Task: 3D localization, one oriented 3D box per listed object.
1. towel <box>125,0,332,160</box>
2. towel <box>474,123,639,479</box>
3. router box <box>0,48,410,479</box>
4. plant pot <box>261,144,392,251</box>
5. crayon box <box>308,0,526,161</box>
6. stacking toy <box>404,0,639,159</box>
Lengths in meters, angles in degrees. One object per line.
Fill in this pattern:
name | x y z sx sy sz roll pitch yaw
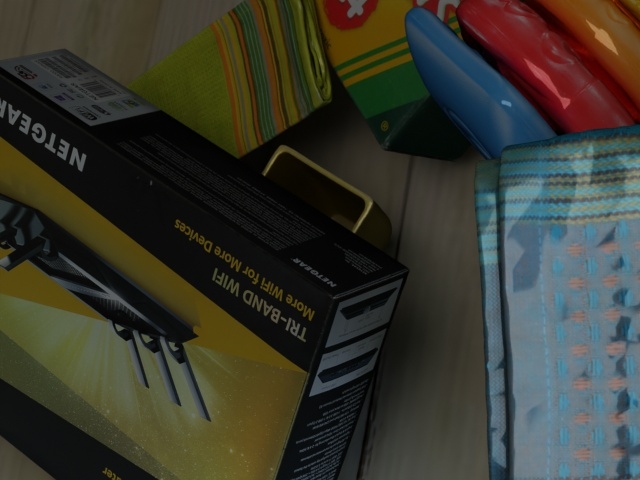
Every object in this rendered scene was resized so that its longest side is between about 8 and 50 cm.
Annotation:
towel | -0.085 -0.090 1.305 0.237 0.021 0.102 -30 63 39
towel | 0.238 0.067 0.776 0.370 0.040 0.271 -7 75 25
router box | -0.113 0.053 1.232 0.309 0.081 0.243 32 121 28
plant pot | 0.000 0.000 1.254 0.081 0.083 0.081 32 90 29
crayon box | 0.111 -0.230 1.202 0.318 0.081 0.202 -49 55 28
stacking toy | 0.211 -0.143 1.086 0.302 0.175 0.166 -43 33 4
